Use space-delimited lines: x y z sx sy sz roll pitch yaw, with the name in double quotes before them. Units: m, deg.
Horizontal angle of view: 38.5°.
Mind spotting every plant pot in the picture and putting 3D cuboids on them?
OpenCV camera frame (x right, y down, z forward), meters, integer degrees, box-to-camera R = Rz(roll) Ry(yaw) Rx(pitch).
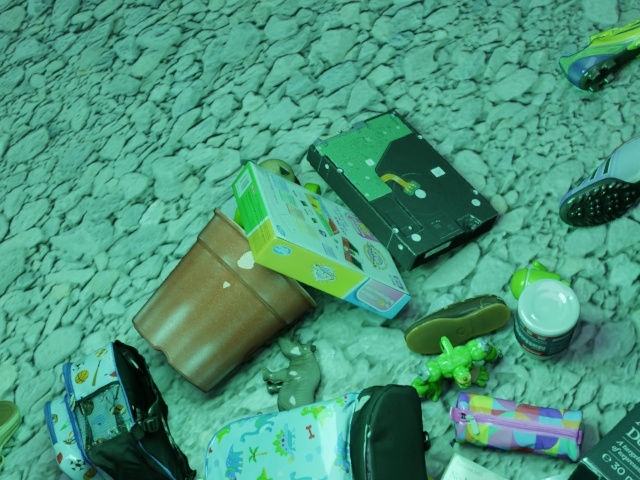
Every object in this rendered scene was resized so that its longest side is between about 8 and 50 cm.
"plant pot" -0.193 0.125 1.727 0.265 0.272 0.272 -46 66 -6

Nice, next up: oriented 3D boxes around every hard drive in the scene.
"hard drive" 0.161 -0.109 1.849 0.237 0.064 0.339 -25 62 -32

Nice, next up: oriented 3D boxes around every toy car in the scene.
"toy car" -0.098 -0.104 1.854 0.155 0.188 0.149 10 65 13

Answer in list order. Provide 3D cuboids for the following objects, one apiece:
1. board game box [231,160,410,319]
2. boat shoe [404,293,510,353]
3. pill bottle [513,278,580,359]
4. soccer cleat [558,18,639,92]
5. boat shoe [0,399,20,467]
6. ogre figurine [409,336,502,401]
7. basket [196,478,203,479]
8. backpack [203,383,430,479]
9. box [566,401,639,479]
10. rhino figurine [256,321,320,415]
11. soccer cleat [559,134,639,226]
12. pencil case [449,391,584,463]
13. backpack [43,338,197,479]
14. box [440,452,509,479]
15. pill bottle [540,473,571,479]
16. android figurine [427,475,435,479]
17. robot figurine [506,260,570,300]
"board game box" 0.000 0.000 1.698 0.064 0.317 0.242 -51 34 22
"boat shoe" 0.256 0.157 1.749 0.207 0.073 0.073 -15 25 -4
"pill bottle" 0.406 0.152 1.662 0.108 0.180 0.108 -3 63 7
"soccer cleat" 0.645 -0.429 1.972 0.289 0.093 0.121 -33 57 -10
"boat shoe" -0.678 0.423 1.737 0.285 0.089 0.104 -42 40 -16
"ogre figurine" 0.241 0.233 1.678 0.197 0.118 0.096 -8 62 5
"basket" -0.218 0.518 1.602 0.103 0.113 0.167 -17 62 1
"backpack" -0.022 0.396 1.518 0.356 0.273 0.290 -20 63 44
"box" 0.606 0.381 1.443 0.395 0.212 0.293 -32 62 -30
"rhino figurine" -0.054 0.268 1.727 0.106 0.073 0.243 0 62 12
"soccer cleat" 0.602 -0.133 1.834 0.318 0.108 0.116 -28 43 -5
"pencil case" 0.348 0.331 1.627 0.236 0.104 0.104 6 65 10
"backpack" -0.369 0.327 1.653 0.213 0.276 0.263 -18 50 -3
"box" 0.207 0.500 1.500 0.113 0.094 0.275 23 68 21
"pill bottle" 0.416 0.492 1.533 0.103 0.103 0.184 -14 63 0
"android figurine" 0.201 0.526 1.572 0.273 0.056 0.248 36 73 22
"robot figurine" 0.417 0.090 1.755 0.115 0.067 0.101 11 74 13
